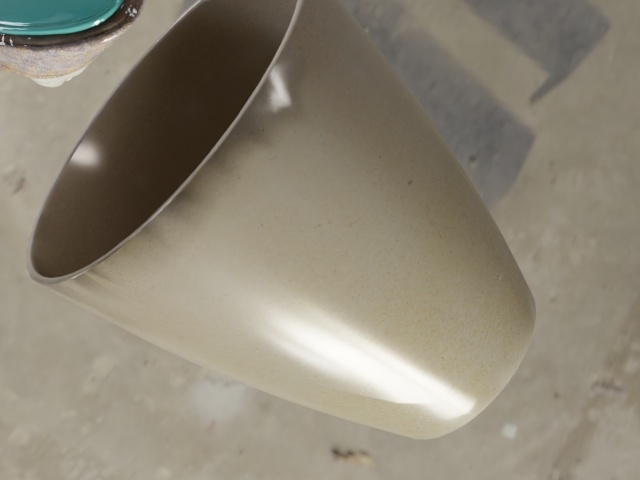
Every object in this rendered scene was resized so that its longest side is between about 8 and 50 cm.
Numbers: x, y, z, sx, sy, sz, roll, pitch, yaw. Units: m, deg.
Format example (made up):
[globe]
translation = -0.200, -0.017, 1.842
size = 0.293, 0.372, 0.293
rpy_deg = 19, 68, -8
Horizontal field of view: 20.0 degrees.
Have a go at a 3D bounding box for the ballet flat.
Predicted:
[ballet flat]
translation = -0.236, -0.169, 1.366
size = 0.316, 0.107, 0.106
rpy_deg = 15, 152, 35

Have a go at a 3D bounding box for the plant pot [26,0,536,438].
[plant pot]
translation = 0.000, 0.000, 1.159
size = 0.274, 0.256, 0.256
rpy_deg = 39, 120, -23
